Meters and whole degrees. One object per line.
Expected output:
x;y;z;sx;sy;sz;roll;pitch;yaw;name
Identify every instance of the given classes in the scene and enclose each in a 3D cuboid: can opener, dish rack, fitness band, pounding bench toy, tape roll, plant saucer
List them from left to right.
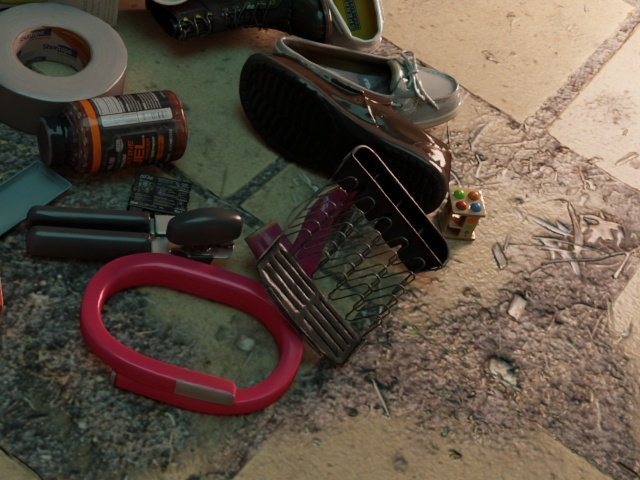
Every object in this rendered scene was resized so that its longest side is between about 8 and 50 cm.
-0.425;-0.042;1.737;0.067;0.018;0.192;36;48;15;plant saucer
-0.397;-0.254;1.900;0.219;0.072;0.219;9;48;-10;tape roll
-0.247;-0.022;1.721;0.283;0.095;0.076;4;47;-15;can opener
-0.165;0.118;1.656;0.290;0.054;0.209;18;44;-3;fitness band
0.040;0.025;1.733;0.208;0.074;0.271;49;48;-9;dish rack
0.208;-0.053;1.914;0.052;0.065;0.083;5;47;-13;pounding bench toy

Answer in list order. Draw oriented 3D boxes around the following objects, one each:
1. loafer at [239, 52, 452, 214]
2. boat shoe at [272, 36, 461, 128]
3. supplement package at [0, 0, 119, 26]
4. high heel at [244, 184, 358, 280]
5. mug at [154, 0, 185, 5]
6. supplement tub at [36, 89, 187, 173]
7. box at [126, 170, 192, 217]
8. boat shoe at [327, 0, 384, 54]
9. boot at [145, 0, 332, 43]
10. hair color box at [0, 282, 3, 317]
0.041;-0.166;1.938;0.366;0.134;0.130;35;37;8;loafer
0.075;-0.252;2.025;0.320;0.103;0.118;9;47;-10;boat shoe
-0.441;-0.420;1.988;0.244;0.139;0.134;-5;46;-20;supplement package
0.000;0.000;1.811;0.244;0.082;0.117;-33;93;-51;high heel
-0.267;-0.452;2.032;0.113;0.150;0.169;-11;18;-25;mug
-0.295;-0.151;1.817;0.197;0.106;0.106;-11;53;-25;supplement tub
-0.226;-0.060;1.815;0.083;0.018;0.067;11;47;-8;box
0.017;-0.473;2.054;0.135;0.156;0.367;-16;90;-10;boat shoe
-0.131;-0.351;2.047;0.229;0.091;0.263;-20;33;-30;boot
-0.430;0.034;1.601;0.053;0.093;0.167;-3;58;-21;hair color box
